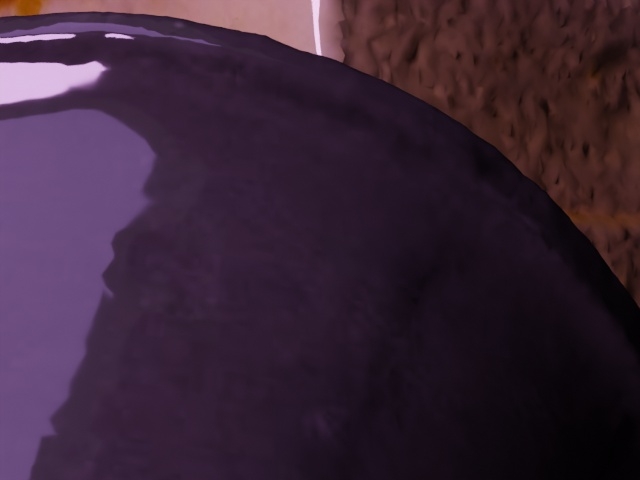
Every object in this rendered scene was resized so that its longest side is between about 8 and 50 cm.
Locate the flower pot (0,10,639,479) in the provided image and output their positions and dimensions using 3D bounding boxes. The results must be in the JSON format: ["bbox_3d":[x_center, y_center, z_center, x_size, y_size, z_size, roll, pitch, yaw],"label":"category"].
[{"bbox_3d":[-0.050,0.101,0.448,0.269,0.269,0.166,-15,33,20],"label":"flower pot"}]

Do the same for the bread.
[{"bbox_3d":[0.000,0.000,0.760,0.279,0.207,0.279,-8,-7,41],"label":"bread"}]
